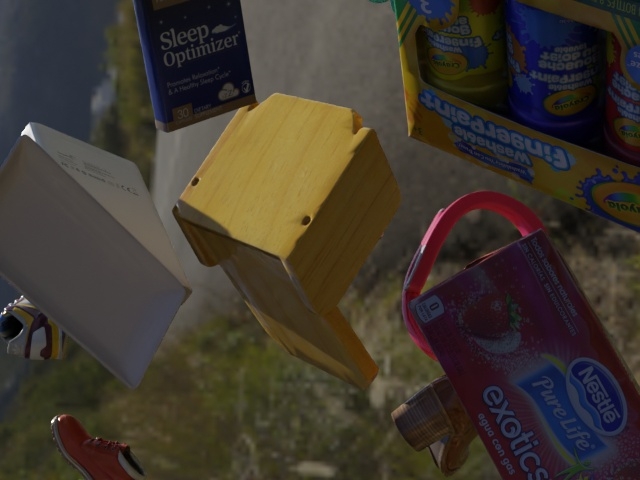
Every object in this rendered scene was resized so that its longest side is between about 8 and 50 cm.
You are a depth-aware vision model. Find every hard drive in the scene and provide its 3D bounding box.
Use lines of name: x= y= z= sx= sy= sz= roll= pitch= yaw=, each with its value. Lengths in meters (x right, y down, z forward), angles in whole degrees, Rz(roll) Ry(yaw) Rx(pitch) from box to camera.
hard drive: x=-0.363 y=-0.047 z=2.397 sx=0.047 sy=0.233 sz=0.353 roll=-51 pitch=41 yaw=20

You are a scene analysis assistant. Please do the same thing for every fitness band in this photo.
fitness band: x=0.246 y=0.062 z=2.240 sx=0.291 sy=0.209 sz=0.054 roll=-62 pitch=7 yaw=-19

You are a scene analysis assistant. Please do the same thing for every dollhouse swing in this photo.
dollhouse swing: x=0.000 y=0.000 z=2.181 sx=0.347 sy=0.305 sz=0.315 roll=19 pitch=73 yaw=55

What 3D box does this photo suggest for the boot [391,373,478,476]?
boot: x=0.240 y=0.243 z=2.135 sx=0.109 sy=0.220 sz=0.283 roll=62 pitch=-171 yaw=31

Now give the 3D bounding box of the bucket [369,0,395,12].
bucket: x=0.138 y=-0.488 z=2.223 sx=0.183 sy=0.281 sz=0.281 roll=-58 pitch=5 yaw=-11

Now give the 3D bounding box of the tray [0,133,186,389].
tray: x=-0.263 y=0.028 z=1.520 sx=0.030 sy=0.270 sz=0.145 roll=-12 pitch=42 yaw=42

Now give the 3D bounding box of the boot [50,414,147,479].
boot: x=-0.306 y=0.292 z=1.985 sx=0.084 sy=0.158 sz=0.059 roll=-43 pitch=-10 yaw=19

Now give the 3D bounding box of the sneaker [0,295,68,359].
sneaker: x=-0.382 y=0.093 z=1.860 sx=0.185 sy=0.083 sz=0.070 roll=-130 pitch=46 yaw=-59

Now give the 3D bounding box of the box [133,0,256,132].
box: x=-0.160 y=-0.261 z=1.786 sx=0.036 sy=0.136 sz=0.225 roll=24 pitch=130 yaw=52

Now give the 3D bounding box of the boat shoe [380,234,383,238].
boat shoe: x=-0.019 y=0.009 z=2.365 sx=0.096 sy=0.267 sz=0.088 roll=-20 pitch=-74 yaw=-69

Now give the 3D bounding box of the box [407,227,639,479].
box: x=0.186 y=0.129 z=1.112 sx=0.257 sy=0.122 sz=0.128 roll=61 pitch=-171 yaw=7

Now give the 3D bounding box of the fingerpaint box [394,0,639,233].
fingerpaint box: x=0.312 y=-0.237 z=1.828 sx=0.163 sy=0.444 sz=0.371 roll=-44 pitch=-36 yaw=-29
